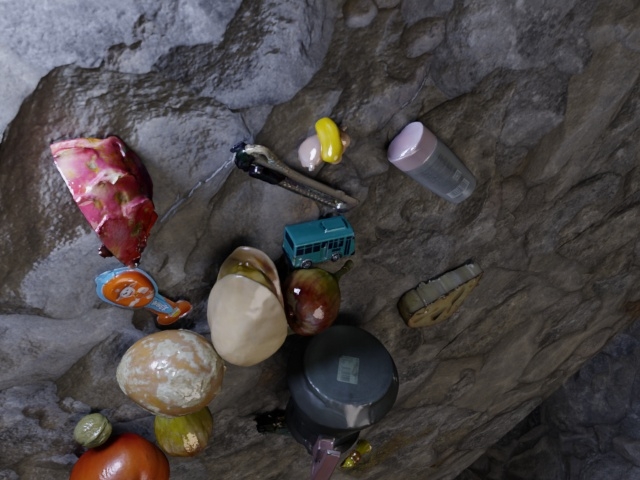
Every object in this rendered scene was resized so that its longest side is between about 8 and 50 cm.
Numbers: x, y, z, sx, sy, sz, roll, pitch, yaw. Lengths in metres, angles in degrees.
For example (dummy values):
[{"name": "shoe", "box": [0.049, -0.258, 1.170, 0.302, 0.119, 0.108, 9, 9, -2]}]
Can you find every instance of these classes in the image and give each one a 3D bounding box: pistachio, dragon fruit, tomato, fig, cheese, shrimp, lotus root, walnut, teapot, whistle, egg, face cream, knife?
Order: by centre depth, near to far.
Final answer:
[{"name": "dragon fruit", "box": [-0.345, -0.056, 1.113, 0.126, 0.161, 0.274, -24, 138, -6]}, {"name": "knife", "box": [-0.042, -0.117, 1.323, 0.089, 0.043, 0.365, -11, 157, 38]}, {"name": "cheese", "box": [-0.380, 0.123, 1.373, 0.106, 0.037, 0.256, -37, 140, 9]}, {"name": "pistachio", "box": [-0.160, 0.160, 1.427, 0.188, 0.187, 0.299, -12, 137, -22]}, {"name": "face cream", "box": [0.262, -0.171, 1.453, 0.107, 0.073, 0.269, -49, 138, 13]}, {"name": "egg", "box": [-0.340, 0.301, 1.456, 0.245, 0.203, 0.203, 5, 133, -5]}, {"name": "fig", "box": [-0.014, 0.113, 1.504, 0.143, 0.230, 0.160, 0, 129, 18]}, {"name": "walnut", "box": [-0.569, 0.475, 1.587, 0.092, 0.092, 0.092, -18, 139, -16]}, {"name": "fig", "box": [-0.368, 0.448, 1.663, 0.159, 0.159, 0.257, -16, 121, -18]}, {"name": "tomato", "box": [-0.532, 0.622, 1.683, 0.260, 0.180, 0.259, -17, 141, -15]}, {"name": "teapot", "box": [0.037, 0.459, 1.755, 0.306, 0.376, 0.361, 12, 139, -3]}, {"name": "whistle", "box": [0.092, 0.610, 1.806, 0.109, 0.057, 0.046, -25, 110, -50]}, {"name": "lotus root", "box": [0.351, 0.174, 1.870, 0.261, 0.074, 0.170, -23, 141, -13]}, {"name": "shrimp", "box": [-0.075, 0.546, 1.989, 0.289, 0.075, 0.178, 22, 110, -43]}]

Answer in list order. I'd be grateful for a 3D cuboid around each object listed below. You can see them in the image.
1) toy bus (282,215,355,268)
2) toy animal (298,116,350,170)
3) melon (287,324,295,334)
[{"name": "toy bus", "box": [0.000, 0.000, 1.459, 0.160, 0.079, 0.091, -11, 135, -20]}, {"name": "toy animal", "box": [0.017, -0.181, 1.280, 0.114, 0.091, 0.082, -49, 152, 17]}, {"name": "melon", "box": [-0.084, 0.188, 1.586, 0.131, 0.098, 0.098, -7, 135, -34]}]
